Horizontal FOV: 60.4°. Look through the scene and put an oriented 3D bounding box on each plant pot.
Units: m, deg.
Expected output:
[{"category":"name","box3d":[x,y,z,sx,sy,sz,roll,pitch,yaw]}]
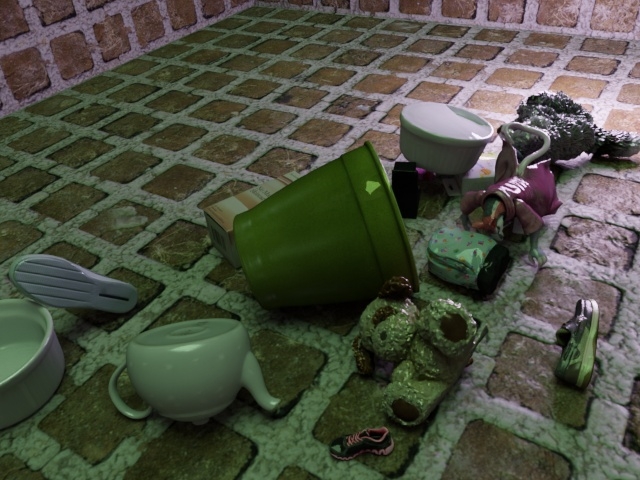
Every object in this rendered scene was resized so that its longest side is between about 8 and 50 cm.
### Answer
[{"category":"plant pot","box3d":[0.000,0.000,1.272,0.353,0.366,0.366,-18,38,2]}]

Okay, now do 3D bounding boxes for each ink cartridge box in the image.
[{"category":"ink cartridge box","box3d":[0.467,-0.191,1.656,0.182,0.061,0.104,-5,37,2]}]

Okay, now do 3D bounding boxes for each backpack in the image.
[{"category":"backpack","box3d":[0.346,0.043,1.325,0.182,0.115,0.152,19,46,32]}]

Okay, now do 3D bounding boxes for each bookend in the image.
[{"category":"bookend","box3d":[0.249,-0.170,1.581,0.073,0.156,0.157,4,38,13]}]

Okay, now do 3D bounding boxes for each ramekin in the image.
[{"category":"ramekin","box3d":[0.359,-0.299,1.622,0.273,0.127,0.272,6,35,-4]},{"category":"ramekin","box3d":[-0.683,0.264,1.152,0.278,0.135,0.277,-4,37,3]}]

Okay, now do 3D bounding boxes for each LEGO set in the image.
[{"category":"LEGO set","box3d":[0.309,-0.286,1.781,0.093,0.086,0.227,-2,36,4]}]

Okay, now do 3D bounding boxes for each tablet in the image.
[{"category":"tablet","box3d":[0.555,-0.042,1.497,0.054,0.006,0.083,10,41,20]}]

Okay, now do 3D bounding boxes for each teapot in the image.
[{"category":"teapot","box3d":[-0.252,0.265,1.068,0.253,0.186,0.256,-9,6,-36]}]

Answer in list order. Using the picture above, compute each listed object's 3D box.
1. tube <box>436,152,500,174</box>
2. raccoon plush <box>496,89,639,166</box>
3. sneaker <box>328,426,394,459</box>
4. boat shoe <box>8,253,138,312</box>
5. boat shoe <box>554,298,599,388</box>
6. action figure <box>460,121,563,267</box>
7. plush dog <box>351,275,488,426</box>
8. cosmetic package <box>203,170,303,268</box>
[{"category":"tube","box3d":[0.479,-0.248,1.736,0.241,0.062,0.069,-5,78,-7]},{"category":"raccoon plush","box3d":[0.746,-0.294,1.618,0.447,0.216,0.299,4,36,13]},{"category":"sneaker","box3d":[0.072,0.360,0.994,0.120,0.057,0.047,-8,39,-1]},{"category":"boat shoe","box3d":[-0.572,0.107,1.271,0.094,0.302,0.109,8,76,41]},{"category":"boat shoe","box3d":[0.523,0.198,1.128,0.074,0.080,0.223,14,46,16]},{"category":"action figure","box3d":[0.498,-0.113,1.390,0.248,0.275,0.370,23,33,28]},{"category":"plush dog","box3d":[0.180,0.195,1.094,0.226,0.262,0.211,32,17,27]},{"category":"cosmetic package","box3d":[-0.150,-0.064,1.516,0.296,0.129,0.153,-27,41,-26]}]
